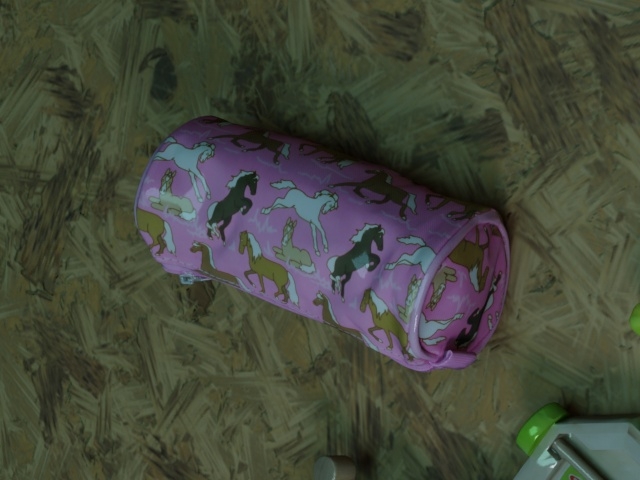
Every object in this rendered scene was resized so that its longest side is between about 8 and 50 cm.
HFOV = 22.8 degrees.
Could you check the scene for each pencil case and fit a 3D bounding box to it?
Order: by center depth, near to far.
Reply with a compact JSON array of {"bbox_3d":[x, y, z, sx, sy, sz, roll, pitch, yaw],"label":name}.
[{"bbox_3d":[0.000,0.000,1.565,0.386,0.160,0.167,19,133,34],"label":"pencil case"}]

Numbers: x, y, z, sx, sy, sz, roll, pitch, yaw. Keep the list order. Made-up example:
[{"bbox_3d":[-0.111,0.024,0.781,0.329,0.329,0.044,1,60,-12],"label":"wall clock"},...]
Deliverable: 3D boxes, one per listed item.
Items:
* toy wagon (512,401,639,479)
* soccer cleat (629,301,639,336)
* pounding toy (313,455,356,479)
[{"bbox_3d":[0.281,0.267,1.440,0.267,0.068,0.344,44,121,24],"label":"toy wagon"},{"bbox_3d":[0.394,0.052,1.320,0.289,0.093,0.121,-4,64,43],"label":"soccer cleat"},{"bbox_3d":[0.059,0.314,1.614,0.181,0.094,0.206,-28,70,43],"label":"pounding toy"}]
